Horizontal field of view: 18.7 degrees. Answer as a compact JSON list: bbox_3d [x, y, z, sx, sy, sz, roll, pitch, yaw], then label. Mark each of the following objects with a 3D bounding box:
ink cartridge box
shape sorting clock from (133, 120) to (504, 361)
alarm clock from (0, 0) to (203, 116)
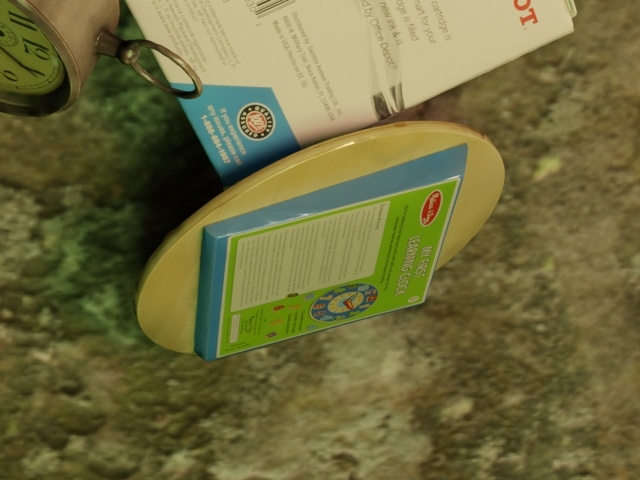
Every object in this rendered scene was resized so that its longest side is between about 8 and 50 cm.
[{"bbox_3d":[0.007,-0.130,0.933,0.191,0.082,0.139,-26,128,1],"label":"ink cartridge box"},{"bbox_3d":[0.000,0.000,1.009,0.206,0.040,0.206,-17,154,-8],"label":"shape sorting clock"},{"bbox_3d":[-0.136,-0.108,0.866,0.192,0.064,0.129,26,156,9],"label":"alarm clock"}]
